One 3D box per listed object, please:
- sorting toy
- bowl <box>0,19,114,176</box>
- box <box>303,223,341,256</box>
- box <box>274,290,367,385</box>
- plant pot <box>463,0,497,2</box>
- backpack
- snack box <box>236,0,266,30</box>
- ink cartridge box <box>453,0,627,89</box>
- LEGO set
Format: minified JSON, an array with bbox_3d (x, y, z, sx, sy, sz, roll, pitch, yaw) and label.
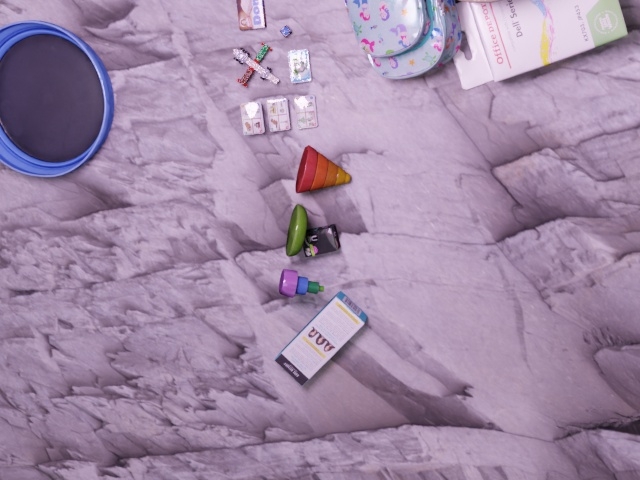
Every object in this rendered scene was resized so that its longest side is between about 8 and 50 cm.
[{"bbox_3d":[-0.008,-0.039,1.815,0.126,0.127,0.365,10,85,-11],"label":"sorting toy"},{"bbox_3d":[-0.708,-0.359,1.943,0.391,0.077,0.391,3,103,13],"label":"bowl"},{"bbox_3d":[0.000,0.000,1.878,0.083,0.052,0.062,-12,99,15],"label":"box"},{"bbox_3d":[0.001,0.249,1.931,0.100,0.060,0.244,44,108,1],"label":"box"},{"bbox_3d":[0.341,-0.657,1.513,0.323,0.280,0.323,7,117,15],"label":"plant pot"},{"bbox_3d":[0.182,-0.481,1.655,0.225,0.191,0.253,-7,111,36],"label":"backpack"},{"bbox_3d":[-0.169,-0.590,1.795,0.064,0.022,0.178,-3,102,12],"label":"snack box"},{"bbox_3d":[0.444,-0.470,1.634,0.354,0.119,0.207,-18,99,17],"label":"ink cartridge box"},{"bbox_3d":[-0.110,-0.386,1.830,0.183,0.060,0.244,-7,103,2],"label":"LEGO set"}]
